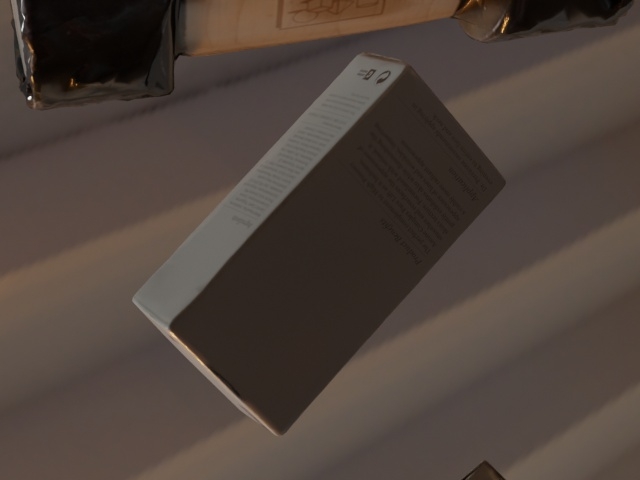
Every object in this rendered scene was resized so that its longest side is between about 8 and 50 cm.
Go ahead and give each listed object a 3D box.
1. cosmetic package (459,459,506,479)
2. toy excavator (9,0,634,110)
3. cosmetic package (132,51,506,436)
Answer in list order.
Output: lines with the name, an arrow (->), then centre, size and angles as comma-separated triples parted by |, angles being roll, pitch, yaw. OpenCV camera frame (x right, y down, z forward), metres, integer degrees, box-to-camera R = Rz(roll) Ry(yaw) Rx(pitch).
cosmetic package -> 0.083, 0.138, 0.786 | 0.041, 0.060, 0.115 | -42, -14, -2
toy excavator -> -0.040, -0.259, 0.691 | 0.222, 0.445, 0.433 | -10, -25, -8
cosmetic package -> 0.000, 0.000, 1.134 | 0.231, 0.085, 0.117 | -46, -65, -9
